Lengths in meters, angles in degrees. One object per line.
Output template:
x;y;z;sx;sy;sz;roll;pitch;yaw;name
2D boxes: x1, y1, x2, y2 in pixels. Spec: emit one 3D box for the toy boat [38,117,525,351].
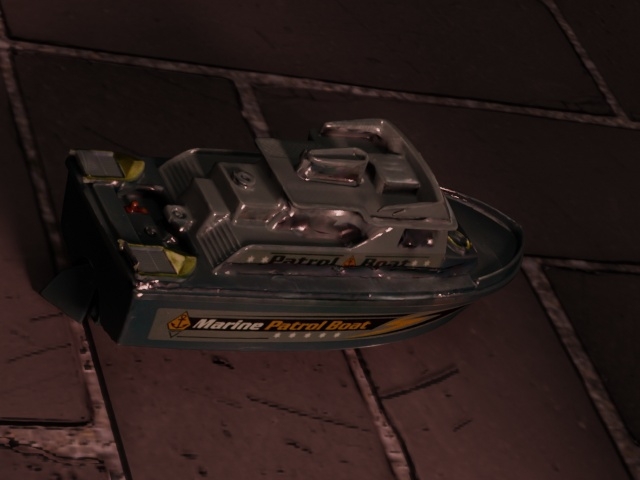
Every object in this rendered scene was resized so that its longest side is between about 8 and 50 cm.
0.000;-0.002;1.000;0.296;0.122;0.114;-1;43;-33;toy boat
